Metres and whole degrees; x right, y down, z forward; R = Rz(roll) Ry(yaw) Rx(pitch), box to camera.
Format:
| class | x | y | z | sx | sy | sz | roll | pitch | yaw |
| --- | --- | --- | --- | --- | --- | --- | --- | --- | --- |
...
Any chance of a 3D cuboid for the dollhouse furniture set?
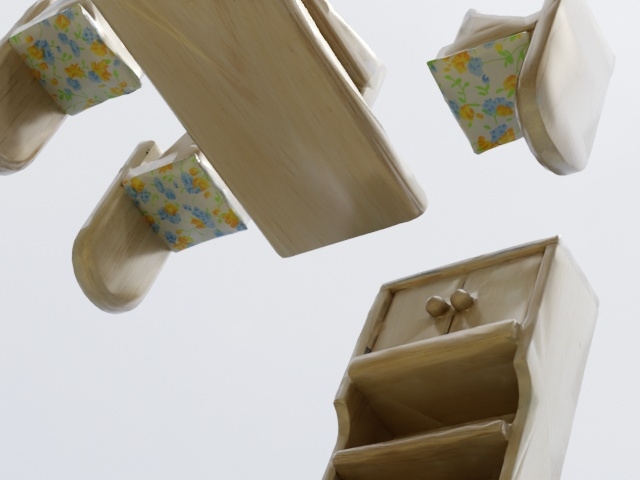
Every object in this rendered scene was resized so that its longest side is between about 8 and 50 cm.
| class | x | y | z | sx | sy | sz | roll | pitch | yaw |
| --- | --- | --- | --- | --- | --- | --- | --- | --- | --- |
| dollhouse furniture set | 0.000 | 0.000 | 0.840 | 0.362 | 0.394 | 0.256 | -17 | -149 | 33 |
